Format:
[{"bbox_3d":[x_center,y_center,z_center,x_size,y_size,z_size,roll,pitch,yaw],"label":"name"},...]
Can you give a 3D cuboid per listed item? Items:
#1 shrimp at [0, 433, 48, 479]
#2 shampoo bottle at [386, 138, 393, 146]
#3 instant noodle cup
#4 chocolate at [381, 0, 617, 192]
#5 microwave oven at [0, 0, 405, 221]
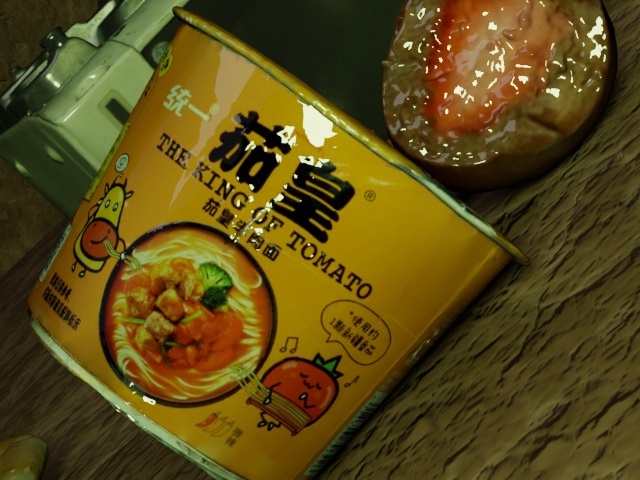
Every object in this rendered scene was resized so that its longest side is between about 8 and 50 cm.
[{"bbox_3d":[-0.296,0.246,1.204,0.267,0.061,0.145,-37,24,25],"label":"shrimp"},{"bbox_3d":[0.000,0.001,0.967,0.244,0.085,0.085,-42,13,10],"label":"shampoo bottle"},{"bbox_3d":[-0.031,0.013,0.779,0.172,0.215,0.216,-54,12,1],"label":"instant noodle cup"},{"bbox_3d":[0.091,-0.089,0.855,0.133,0.127,0.124,-42,41,-2],"label":"chocolate"},{"bbox_3d":[-0.029,-0.155,1.171,0.394,0.247,0.333,-48,14,-12],"label":"microwave oven"}]
